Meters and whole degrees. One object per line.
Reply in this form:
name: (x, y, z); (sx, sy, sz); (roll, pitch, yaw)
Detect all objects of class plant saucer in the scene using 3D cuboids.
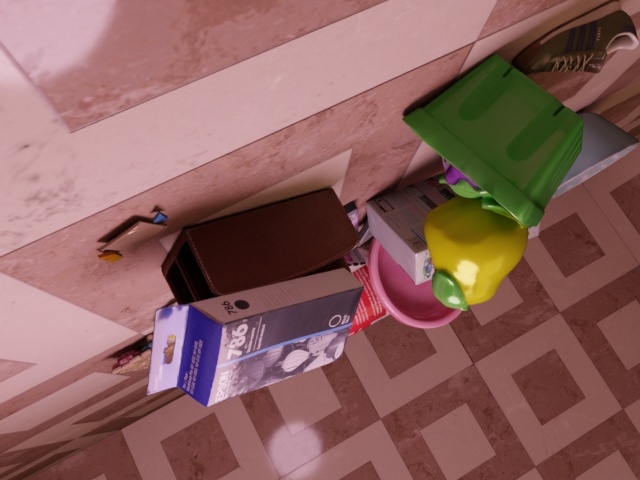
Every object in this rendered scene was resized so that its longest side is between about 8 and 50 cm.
plant saucer: (0.270, 0.078, 1.478); (0.332, 0.332, 0.084); (-23, 179, -27)

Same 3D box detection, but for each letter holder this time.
letter holder: (-0.074, 0.065, 0.906); (0.302, 0.214, 0.152); (-19, 164, -37)

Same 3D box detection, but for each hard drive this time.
hard drive: (0.137, -0.044, 1.322); (0.094, 0.022, 0.135); (-36, 167, -26)

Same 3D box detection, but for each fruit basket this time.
fruit basket: (0.274, -0.081, 0.931); (0.392, 0.283, 0.392); (-39, 161, -16)

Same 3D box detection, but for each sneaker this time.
sneaker: (0.412, -0.299, 0.841); (0.192, 0.086, 0.064); (-29, 167, -1)

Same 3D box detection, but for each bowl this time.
bowl: (0.723, -0.252, 1.535); (0.311, 0.163, 0.311); (-27, 167, -7)

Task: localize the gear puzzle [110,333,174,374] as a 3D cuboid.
gear puzzle: (-0.423, 0.285, 1.416); (0.175, 0.044, 0.339); (-30, 170, -3)

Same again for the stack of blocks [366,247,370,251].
stack of blocks: (0.112, 0.169, 1.823); (0.297, 0.171, 0.087); (-33, 167, 17)

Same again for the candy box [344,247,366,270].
candy box: (-0.003, 0.075, 1.321); (0.159, 0.071, 0.233); (-35, 167, 22)

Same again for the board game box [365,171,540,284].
board game box: (0.285, -0.050, 1.164); (0.303, 0.224, 0.097); (-21, 130, -11)

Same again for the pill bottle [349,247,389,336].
pill bottle: (0.068, 0.162, 1.563); (0.407, 0.229, 0.229); (-26, 167, -12)

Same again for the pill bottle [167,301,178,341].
pill bottle: (-0.310, 0.171, 1.145); (0.065, 0.065, 0.116); (-19, 164, -38)

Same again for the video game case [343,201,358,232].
video game case: (0.000, 0.000, 1.253); (0.196, 0.026, 0.274); (-29, 167, -2)

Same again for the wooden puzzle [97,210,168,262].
wooden puzzle: (-0.249, -0.006, 0.709); (0.116, 0.014, 0.078); (-30, 172, 6)

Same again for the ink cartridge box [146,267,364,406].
ink cartridge box: (-0.089, 0.149, 0.812); (0.332, 0.065, 0.165); (-10, 128, -36)
